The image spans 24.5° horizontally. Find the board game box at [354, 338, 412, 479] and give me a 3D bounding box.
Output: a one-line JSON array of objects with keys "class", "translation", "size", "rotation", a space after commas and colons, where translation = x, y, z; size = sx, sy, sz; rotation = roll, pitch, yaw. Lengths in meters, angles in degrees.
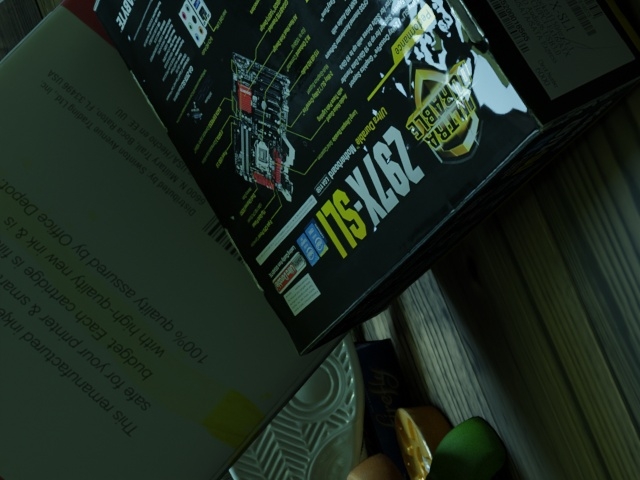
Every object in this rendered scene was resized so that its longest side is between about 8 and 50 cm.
[{"class": "board game box", "translation": [0.064, 0.211, 1.328], "size": [0.165, 0.042, 0.243], "rotation": [154, 97, -78]}]

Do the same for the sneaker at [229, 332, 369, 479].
[{"class": "sneaker", "translation": [-0.021, 0.176, 1.259], "size": [0.148, 0.131, 0.350], "rotation": [-117, 16, -74]}]

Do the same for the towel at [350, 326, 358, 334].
[{"class": "towel", "translation": [0.000, 0.000, 1.352], "size": [0.113, 0.023, 0.152], "rotation": [-124, 17, -57]}]

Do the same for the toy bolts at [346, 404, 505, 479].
[{"class": "toy bolts", "translation": [0.061, 0.253, 1.129], "size": [0.218, 0.158, 0.228], "rotation": [-152, 44, -72]}]

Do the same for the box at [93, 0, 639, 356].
[{"class": "box", "translation": [0.001, -0.108, 0.772], "size": [0.257, 0.079, 0.322], "rotation": [57, 152, 9]}]

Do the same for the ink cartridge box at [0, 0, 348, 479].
[{"class": "ink cartridge box", "translation": [-0.143, 0.034, 0.969], "size": [0.279, 0.385, 0.160], "rotation": [41, 164, 4]}]

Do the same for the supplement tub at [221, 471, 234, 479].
[{"class": "supplement tub", "translation": [-0.053, 0.380, 1.508], "size": [0.316, 0.228, 0.228], "rotation": [30, 144, 37]}]

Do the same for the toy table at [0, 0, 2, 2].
[{"class": "toy table", "translation": [-0.292, -0.373, 1.566], "size": [0.274, 0.252, 0.161], "rotation": [19, -140, -47]}]
